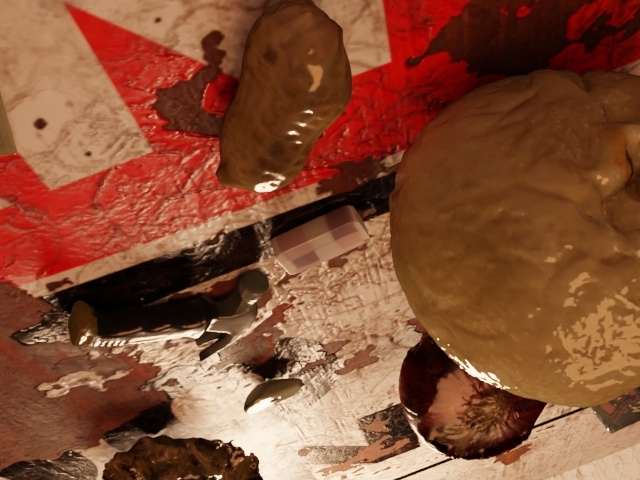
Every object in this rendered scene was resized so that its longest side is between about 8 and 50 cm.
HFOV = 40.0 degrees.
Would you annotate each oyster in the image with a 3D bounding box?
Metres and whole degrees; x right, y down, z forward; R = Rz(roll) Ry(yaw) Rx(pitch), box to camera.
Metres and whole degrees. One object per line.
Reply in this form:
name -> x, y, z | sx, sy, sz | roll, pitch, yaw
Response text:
oyster -> -0.221, 0.406, 1.484 | 0.221, 0.096, 0.361 | -30, 147, -6

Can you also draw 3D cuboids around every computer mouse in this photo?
computer mouse -> -0.074, 0.233, 1.369 | 0.110, 0.032, 0.056 | -17, 154, -29

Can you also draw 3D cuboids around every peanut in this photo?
peanut -> -0.031, -0.111, 0.732 | 0.100, 0.099, 0.214 | -4, 145, -30

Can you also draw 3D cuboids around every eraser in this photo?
eraser -> 0.000, 0.000, 1.015 | 0.105, 0.026, 0.065 | -25, 149, 8

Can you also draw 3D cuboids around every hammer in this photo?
hammer -> -0.184, 0.096, 1.044 | 0.227, 0.041, 0.158 | -3, 145, -32

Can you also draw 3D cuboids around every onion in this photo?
onion -> 0.244, 0.205, 1.413 | 0.272, 0.195, 0.272 | -7, 113, -17

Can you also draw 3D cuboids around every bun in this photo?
bun -> 0.248, -0.023, 0.846 | 0.349, 0.352, 0.227 | -54, 172, -19

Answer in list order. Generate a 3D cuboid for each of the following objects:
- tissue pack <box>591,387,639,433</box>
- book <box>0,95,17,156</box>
tissue pack -> 0.397, 0.086, 1.170 | 0.228, 0.103, 0.315 | -34, 105, 23
book -> -0.314, -0.120, 0.601 | 0.170, 0.018, 0.241 | -13, 151, -14
